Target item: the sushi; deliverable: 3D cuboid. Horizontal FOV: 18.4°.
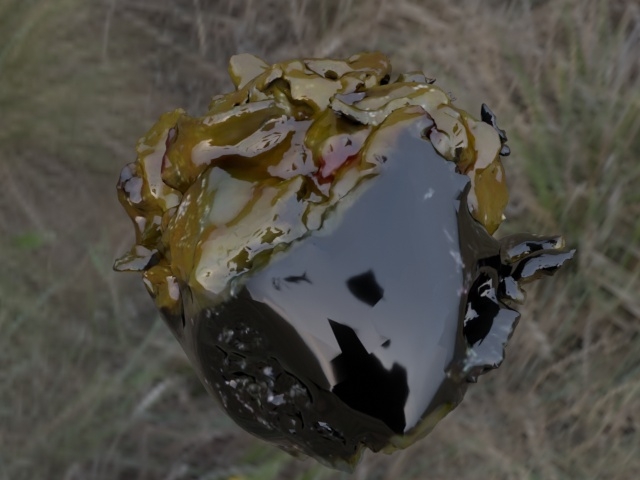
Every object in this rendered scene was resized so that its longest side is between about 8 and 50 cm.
[{"bbox_3d":[0.004,-0.004,1.071,0.200,0.213,0.204,-43,101,-31],"label":"sushi"}]
